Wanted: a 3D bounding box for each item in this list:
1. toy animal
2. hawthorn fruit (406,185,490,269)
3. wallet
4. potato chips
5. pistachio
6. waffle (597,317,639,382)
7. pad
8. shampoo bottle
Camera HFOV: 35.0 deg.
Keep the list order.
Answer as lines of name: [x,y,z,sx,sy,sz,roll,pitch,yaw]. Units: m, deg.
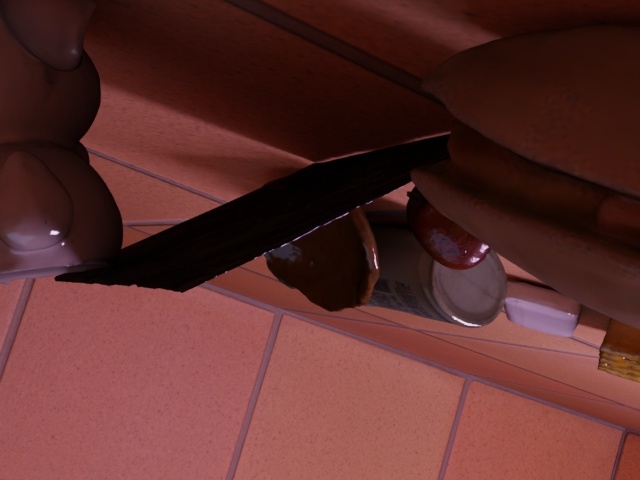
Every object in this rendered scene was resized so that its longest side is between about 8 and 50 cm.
toy animal: [-0.194,-0.064,0.632,0.127,0.193,0.178,-7,-174,-16]
hawthorn fruit: [0.102,-0.017,0.773,0.077,0.077,0.077,17,172,3]
wallet: [0.265,0.083,1.217,0.095,0.033,0.190,16,171,17]
potato chips: [0.000,0.000,0.991,0.150,0.049,0.202,45,149,11]
pistachio: [0.144,-0.027,0.433,0.223,0.126,0.152,14,-153,24]
waffle: [0.414,0.139,1.192,0.168,0.057,0.274,14,171,18]
pad: [-0.036,-0.022,0.676,0.247,0.007,0.367,-25,-172,-21]
shampoo bottle: [0.072,0.029,1.059,0.118,0.087,0.234,33,164,-36]
